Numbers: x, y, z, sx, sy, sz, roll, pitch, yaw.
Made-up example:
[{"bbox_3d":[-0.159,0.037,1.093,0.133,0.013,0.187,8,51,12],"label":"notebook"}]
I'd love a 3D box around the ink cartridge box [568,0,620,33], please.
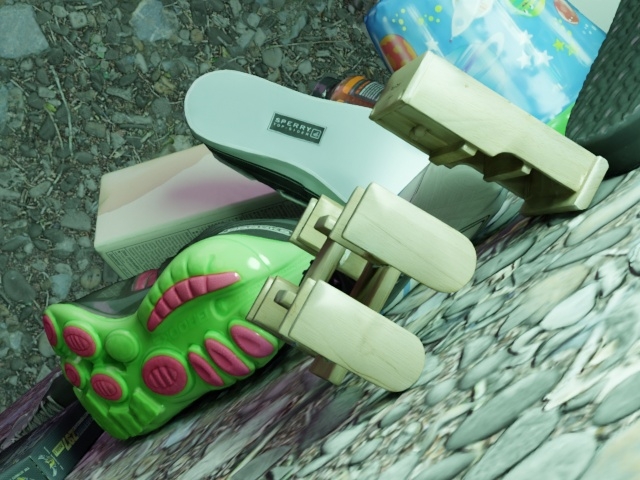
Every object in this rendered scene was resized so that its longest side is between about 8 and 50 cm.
[{"bbox_3d":[0.323,-0.315,1.580,0.223,0.129,0.307,-36,7,19],"label":"ink cartridge box"}]

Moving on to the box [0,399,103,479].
[{"bbox_3d":[-0.412,0.318,1.447,0.232,0.059,0.183,-35,7,17],"label":"box"}]

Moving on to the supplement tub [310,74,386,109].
[{"bbox_3d":[0.081,-0.181,1.615,0.106,0.197,0.106,-42,-35,-38],"label":"supplement tub"}]

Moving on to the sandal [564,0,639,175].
[{"bbox_3d":[0.341,-0.204,0.938,0.446,0.107,0.167,-56,16,-28],"label":"sandal"}]

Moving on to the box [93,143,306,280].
[{"bbox_3d":[-0.101,-0.037,1.325,0.311,0.148,0.121,-15,50,14],"label":"box"}]

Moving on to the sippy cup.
[{"bbox_3d":[0.171,-0.190,1.122,0.305,0.224,0.240,-38,7,-11],"label":"sippy cup"}]

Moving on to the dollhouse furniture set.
[{"bbox_3d":[0.078,0.008,0.830,0.242,0.161,0.212,-61,10,-7],"label":"dollhouse furniture set"}]

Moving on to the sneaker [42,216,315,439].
[{"bbox_3d":[-0.147,0.094,1.227,0.482,0.185,0.202,-19,8,47],"label":"sneaker"}]

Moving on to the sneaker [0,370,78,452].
[{"bbox_3d":[-0.423,0.292,1.659,0.229,0.086,0.132,-46,6,32],"label":"sneaker"}]

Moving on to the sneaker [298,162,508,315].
[{"bbox_3d":[0.077,0.003,0.980,0.237,0.085,0.086,-40,-20,8],"label":"sneaker"}]

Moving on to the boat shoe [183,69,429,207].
[{"bbox_3d":[0.006,-0.074,1.108,0.105,0.306,0.113,76,-147,-71],"label":"boat shoe"}]
